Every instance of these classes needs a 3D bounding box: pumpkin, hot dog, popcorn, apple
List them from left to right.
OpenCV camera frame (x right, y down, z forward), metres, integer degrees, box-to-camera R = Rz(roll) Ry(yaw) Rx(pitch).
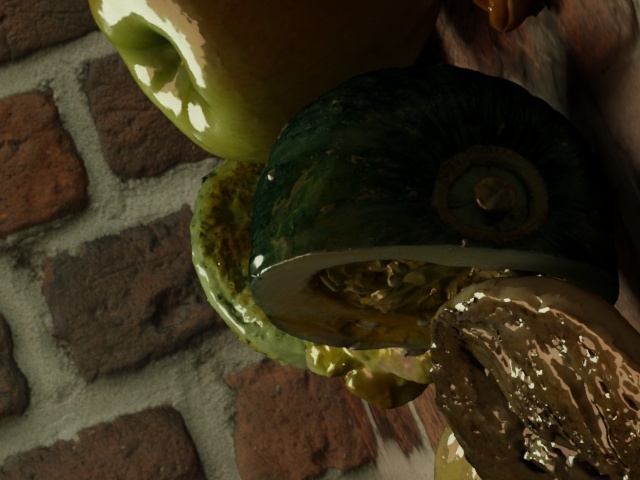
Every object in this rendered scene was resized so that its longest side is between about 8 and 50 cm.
[{"bbox_3d":[-0.058,-0.243,1.715,0.338,0.305,0.338,38,172,6],"label":"apple"},{"bbox_3d":[0.090,0.047,1.956,0.259,0.212,0.259,22,136,23],"label":"popcorn"},{"bbox_3d":[0.092,-0.031,1.526,0.263,0.293,0.196,104,171,-65],"label":"pumpkin"},{"bbox_3d":[0.145,-0.232,1.437,0.188,0.055,0.072,84,160,-60],"label":"hot dog"}]

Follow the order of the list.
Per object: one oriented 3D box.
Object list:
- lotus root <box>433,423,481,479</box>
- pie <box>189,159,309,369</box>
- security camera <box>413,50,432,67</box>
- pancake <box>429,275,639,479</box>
[{"bbox_3d":[0.206,0.272,1.984,0.169,0.152,0.342,40,148,48],"label":"lotus root"},{"bbox_3d":[0.000,0.000,2.155,0.078,0.297,0.371,72,172,-63],"label":"pie"},{"bbox_3d":[0.011,-0.180,1.985,0.197,0.191,0.277,18,-151,-37],"label":"security camera"},{"bbox_3d":[0.235,0.172,1.424,0.387,0.082,0.387,40,161,17],"label":"pancake"}]
